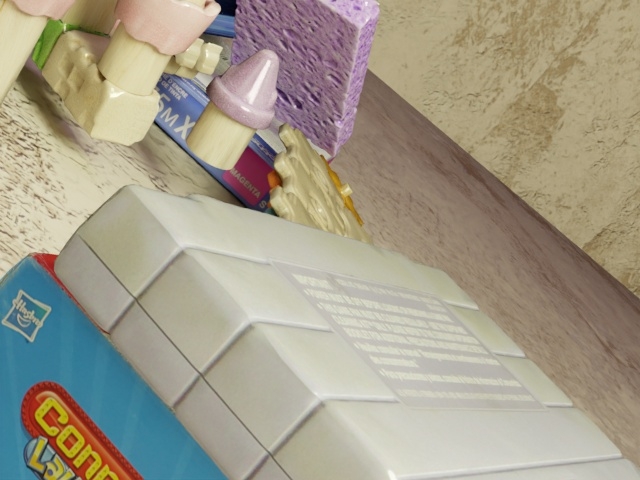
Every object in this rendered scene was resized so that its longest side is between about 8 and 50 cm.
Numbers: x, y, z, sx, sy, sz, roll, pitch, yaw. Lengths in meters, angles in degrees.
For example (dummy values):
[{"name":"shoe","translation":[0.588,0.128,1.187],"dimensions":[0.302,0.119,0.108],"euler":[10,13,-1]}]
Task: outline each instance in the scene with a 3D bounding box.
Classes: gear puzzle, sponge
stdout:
[{"name":"gear puzzle","translation":[0.000,0.000,1.203],"dimensions":[0.175,0.044,0.339],"euler":[58,12,-17]},{"name":"sponge","translation":[-0.018,-0.156,1.244],"dimensions":[0.117,0.031,0.210],"euler":[35,-23,10]}]

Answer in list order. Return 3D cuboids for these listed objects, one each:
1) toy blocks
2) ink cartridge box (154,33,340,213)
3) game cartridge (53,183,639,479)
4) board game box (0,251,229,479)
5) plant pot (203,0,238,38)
[{"name":"toy blocks","translation":[-0.130,-0.240,1.082],"dimensions":[0.309,0.260,0.288],"euler":[12,29,-45]},{"name":"ink cartridge box","translation":[-0.084,-0.113,1.411],"dimensions":[0.186,0.065,0.311],"euler":[43,10,0]},{"name":"game cartridge","translation":[0.050,0.086,0.664],"dimensions":[0.230,0.068,0.355],"euler":[42,10,22]},{"name":"board game box","translation":[0.014,0.145,0.686],"dimensions":[0.308,0.086,0.302],"euler":[45,12,17]},{"name":"plant pot","translation":[-0.134,-0.321,1.465],"dimensions":[0.235,0.236,0.212],"euler":[12,6,-5]}]
